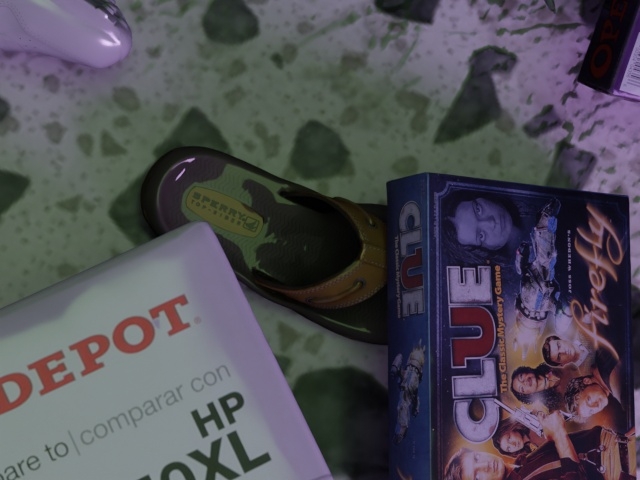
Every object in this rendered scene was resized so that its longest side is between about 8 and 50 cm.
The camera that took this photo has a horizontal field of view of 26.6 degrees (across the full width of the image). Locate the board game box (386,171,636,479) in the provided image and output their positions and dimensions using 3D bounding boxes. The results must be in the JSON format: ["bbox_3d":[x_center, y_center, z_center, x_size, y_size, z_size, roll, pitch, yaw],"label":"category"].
[{"bbox_3d":[0.117,0.088,0.812,0.165,0.042,0.243,4,82,-33],"label":"board game box"}]

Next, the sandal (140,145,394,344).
[{"bbox_3d":[0.000,0.000,0.814,0.219,0.060,0.090,25,79,-11],"label":"sandal"}]

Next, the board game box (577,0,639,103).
[{"bbox_3d":[0.305,-0.232,0.825,0.208,0.056,0.347,14,102,-20],"label":"board game box"}]

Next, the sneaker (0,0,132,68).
[{"bbox_3d":[-0.224,-0.147,0.781,0.235,0.090,0.095,25,97,-8],"label":"sneaker"}]

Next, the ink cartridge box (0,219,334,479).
[{"bbox_3d":[-0.111,0.227,0.703,0.285,0.166,0.395,-25,86,-15],"label":"ink cartridge box"}]

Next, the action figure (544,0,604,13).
[{"bbox_3d":[0.218,-0.232,0.878,0.285,0.099,0.185,-9,92,-10],"label":"action figure"}]
